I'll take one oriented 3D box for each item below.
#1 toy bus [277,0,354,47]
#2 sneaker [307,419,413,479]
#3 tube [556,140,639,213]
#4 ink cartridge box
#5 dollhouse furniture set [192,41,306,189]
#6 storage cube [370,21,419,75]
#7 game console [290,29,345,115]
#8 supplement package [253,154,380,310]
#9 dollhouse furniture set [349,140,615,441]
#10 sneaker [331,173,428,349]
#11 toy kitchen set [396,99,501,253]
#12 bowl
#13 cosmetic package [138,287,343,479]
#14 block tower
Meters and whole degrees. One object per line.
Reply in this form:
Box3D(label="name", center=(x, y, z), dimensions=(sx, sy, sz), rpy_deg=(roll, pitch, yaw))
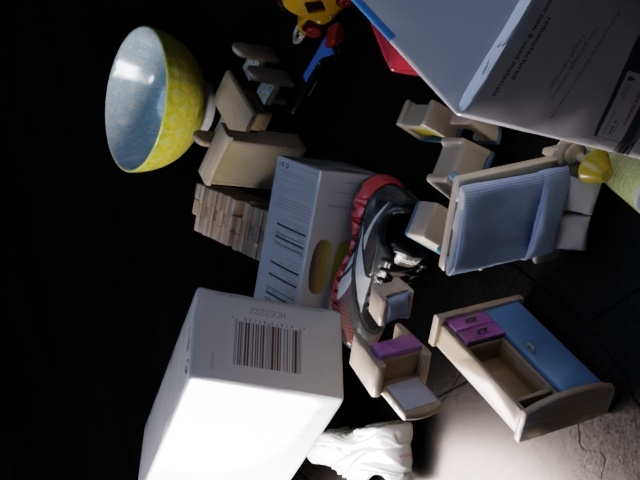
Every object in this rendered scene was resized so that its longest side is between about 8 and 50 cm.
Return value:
Box3D(label="toy bus", center=(-0.018, -0.416, 1.749), dimensions=(0.202, 0.104, 0.191), rpy_deg=(-66, 30, 14))
Box3D(label="sneaker", center=(0.055, 0.343, 1.628), dimensions=(0.232, 0.090, 0.115), rpy_deg=(-21, 73, 53))
Box3D(label="tube", center=(0.365, -0.091, 1.255), dimensions=(0.240, 0.070, 0.062), rpy_deg=(57, 174, 49))
Box3D(label="ink cartridge box", center=(0.255, -0.236, 1.127), dimensions=(0.166, 0.395, 0.285), rpy_deg=(-60, 42, 27))
Box3D(label="dollhouse furniture set", center=(-0.156, -0.211, 1.914), dimensions=(0.212, 0.161, 0.242), rpy_deg=(-60, 42, 32))
Box3D(label="storage cube", center=(0.186, -0.346, 1.419), dimensions=(0.193, 0.184, 0.215), rpy_deg=(-45, 52, 43))
Box3D(label="game console", center=(-0.017, -0.286, 1.805), dimensions=(0.071, 0.107, 0.122), rpy_deg=(43, 126, 15))
Box3D(label="supplement package", center=(0.000, 0.000, 1.692), dimensions=(0.134, 0.139, 0.244), rpy_deg=(25, 109, 54))
Box3D(label="dollhouse furniture set", center=(0.218, 0.055, 1.231), dimensions=(0.198, 0.286, 0.303), rpy_deg=(48, 140, 46))
Box3D(label="sneaker", center=(0.092, 0.044, 1.589), dimensions=(0.135, 0.098, 0.276), rpy_deg=(26, 107, 55))
Box3D(label="toy kitchen set", center=(0.172, -0.083, 1.506), dimensions=(0.166, 0.122, 0.207), rpy_deg=(11, 76, 55))
Box3D(label="bowl", center=(-0.306, -0.275, 2.139), dimensions=(0.289, 0.156, 0.289), rpy_deg=(-8, 81, 54))
Box3D(label="cosmetic package", center=(-0.138, 0.277, 1.684), dimensions=(0.453, 0.230, 0.161), rpy_deg=(117, 158, -48))
Box3D(label="block tower", center=(-0.114, -0.025, 1.899), dimensions=(0.335, 0.097, 0.091), rpy_deg=(24, 106, 55))
